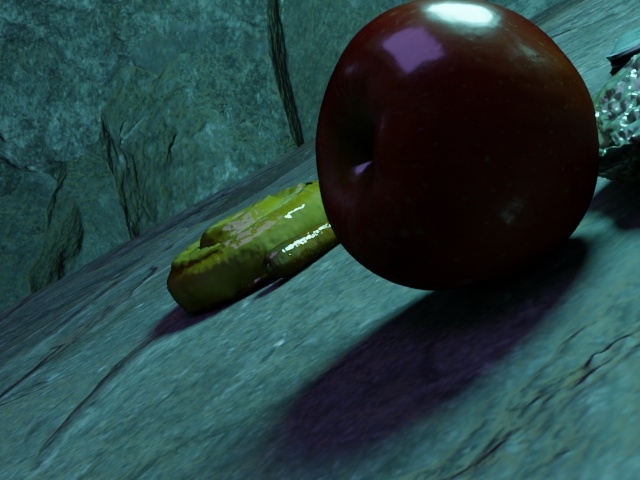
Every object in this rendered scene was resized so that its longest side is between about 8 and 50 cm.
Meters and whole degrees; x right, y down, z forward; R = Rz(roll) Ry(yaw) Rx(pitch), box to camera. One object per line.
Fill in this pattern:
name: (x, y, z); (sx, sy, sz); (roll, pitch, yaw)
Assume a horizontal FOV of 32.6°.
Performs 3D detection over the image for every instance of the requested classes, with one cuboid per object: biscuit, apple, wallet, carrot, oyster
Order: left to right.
biscuit: (-0.105, 0.000, 1.665); (0.296, 0.102, 0.296); (-31, 10, 6)
carrot: (0.000, 0.000, 1.531); (0.191, 0.047, 0.047); (-28, 7, -31)
apple: (0.118, -0.086, 0.977); (0.216, 0.260, 0.260); (-7, -1, -27)
wallet: (0.515, -0.313, 1.645); (0.167, 0.036, 0.222); (-25, 10, 25)
oyster: (0.327, -0.124, 0.989); (0.198, 0.112, 0.268); (-32, 13, -13)
